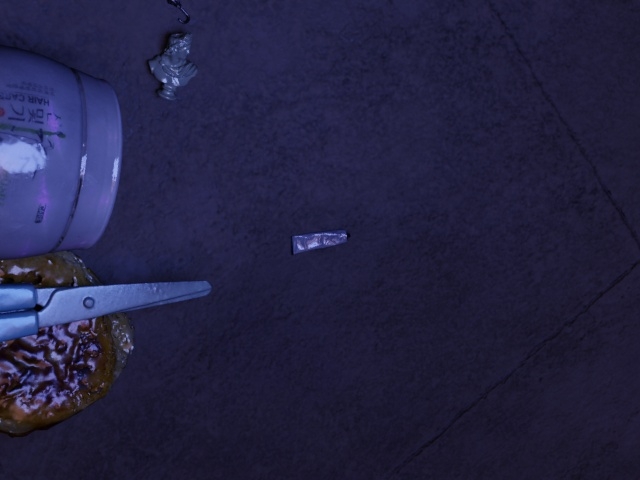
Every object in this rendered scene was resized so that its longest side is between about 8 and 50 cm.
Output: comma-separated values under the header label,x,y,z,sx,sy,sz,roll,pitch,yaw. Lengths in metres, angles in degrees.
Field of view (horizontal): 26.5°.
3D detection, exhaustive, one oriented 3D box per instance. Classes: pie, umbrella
label,x,y,z,sx,sy,sz,roll,pitch,yaw
pie,-0.406,0.125,1.874,0.308,0.085,0.308,-2,94,-31
umbrella,-0.218,-0.349,1.870,0.022,0.013,0.122,-31,117,15

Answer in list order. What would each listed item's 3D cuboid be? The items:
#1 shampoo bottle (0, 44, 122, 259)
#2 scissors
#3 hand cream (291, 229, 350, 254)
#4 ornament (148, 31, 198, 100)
label,x,y,z,sx,sy,sz,roll,pitch,yaw
shampoo bottle,-0.402,-0.110,1.731,0.266,0.273,0.273,5,104,-25
scissors,-0.355,0.088,1.830,0.447,0.029,0.193,-6,98,-26
hand cream,0.000,0.000,2.051,0.093,0.019,0.030,-8,110,-10
ornament,-0.204,-0.244,1.891,0.068,0.041,0.092,-15,120,-9
